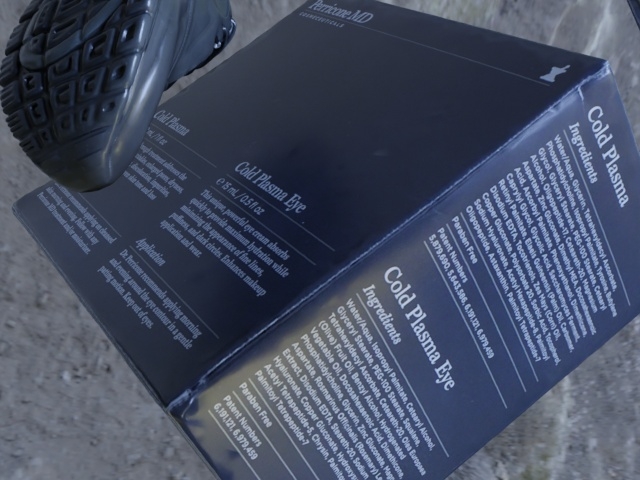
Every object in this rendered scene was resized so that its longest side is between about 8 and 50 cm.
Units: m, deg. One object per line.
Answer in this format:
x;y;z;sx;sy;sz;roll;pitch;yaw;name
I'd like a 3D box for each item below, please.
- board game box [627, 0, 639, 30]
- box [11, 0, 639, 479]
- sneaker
0.229;-0.054;0.348;0.194;0.194;0.060;-25;43;21;board game box
0.000;0.000;0.719;0.312;0.343;0.179;-38;123;-11;box
-0.105;-0.138;0.640;0.109;0.130;0.286;-13;51;25;sneaker
